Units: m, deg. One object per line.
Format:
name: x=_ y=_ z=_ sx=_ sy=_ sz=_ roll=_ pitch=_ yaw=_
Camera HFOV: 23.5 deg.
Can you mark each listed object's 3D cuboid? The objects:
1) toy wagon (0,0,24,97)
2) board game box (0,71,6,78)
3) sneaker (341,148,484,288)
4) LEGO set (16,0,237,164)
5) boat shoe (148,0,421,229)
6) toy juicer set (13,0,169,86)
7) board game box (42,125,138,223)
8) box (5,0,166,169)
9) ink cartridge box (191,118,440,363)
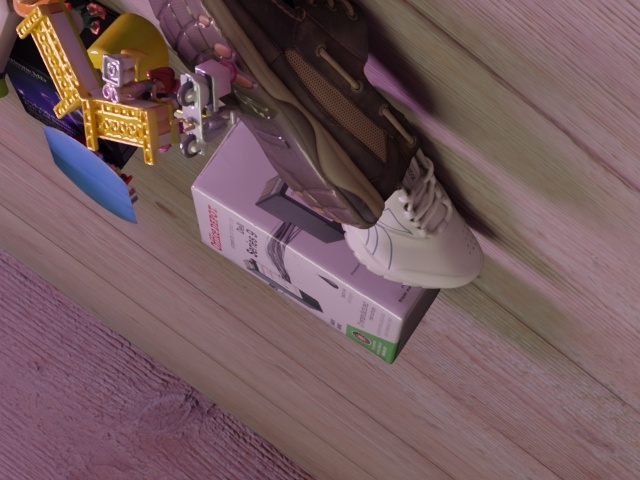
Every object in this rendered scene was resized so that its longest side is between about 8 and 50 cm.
toy wagon: x=-0.425 y=-0.275 z=1.705 sx=0.344 sy=0.068 sz=0.267 roll=-15 pitch=98 yaw=23
board game box: x=-0.615 y=-0.165 z=1.965 sx=0.356 sy=0.356 sz=0.356 roll=17 pitch=167 yaw=-10
sneaker: x=0.070 y=-0.048 z=1.571 sx=0.297 sy=0.111 sz=0.129 roll=41 pitch=157 yaw=-26
LEGO set: x=-0.169 y=-0.160 z=1.365 sx=0.287 sy=0.107 sz=0.132 roll=38 pitch=131 yaw=31
boat shoe: x=-0.028 y=-0.164 z=1.376 sx=0.132 sy=0.130 sz=0.355 roll=25 pitch=158 yaw=48
toy juicer set: x=-0.199 y=-0.300 z=1.405 sx=0.209 sy=0.089 sz=0.329 roll=38 pitch=141 yaw=9
board game box: x=-0.268 y=-0.090 z=1.861 sx=0.133 sy=0.033 sz=0.169 roll=35 pitch=160 yaw=14
box: x=-0.280 y=-0.196 z=1.827 sx=0.153 sy=0.108 sz=0.207 roll=31 pitch=165 yaw=12
ink cartridge box: x=0.000 y=0.000 z=1.814 sx=0.289 sy=0.122 sz=0.211 roll=32 pitch=164 yaw=10
